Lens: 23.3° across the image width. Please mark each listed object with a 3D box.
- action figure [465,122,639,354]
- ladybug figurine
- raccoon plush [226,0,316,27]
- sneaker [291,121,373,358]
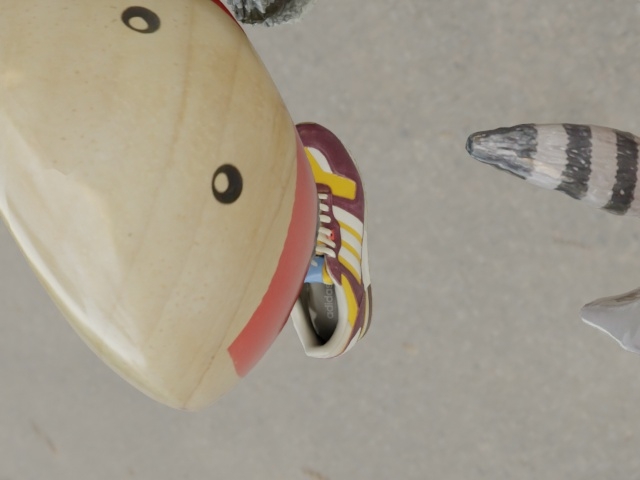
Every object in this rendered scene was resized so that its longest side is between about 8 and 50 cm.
[{"bbox_3d":[0.239,-0.074,0.833,0.178,0.330,0.341,-16,72,38],"label":"action figure"},{"bbox_3d":[-0.106,-0.052,0.965,0.305,0.162,0.449,61,176,-3],"label":"ladybug figurine"},{"bbox_3d":[0.039,-0.305,1.266,0.299,0.446,0.216,-3,92,12],"label":"raccoon plush"},{"bbox_3d":[0.000,0.000,1.214,0.069,0.084,0.185,-10,96,18],"label":"sneaker"}]
